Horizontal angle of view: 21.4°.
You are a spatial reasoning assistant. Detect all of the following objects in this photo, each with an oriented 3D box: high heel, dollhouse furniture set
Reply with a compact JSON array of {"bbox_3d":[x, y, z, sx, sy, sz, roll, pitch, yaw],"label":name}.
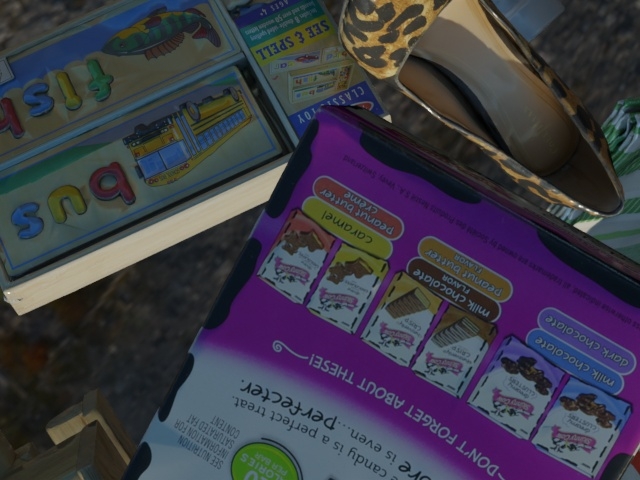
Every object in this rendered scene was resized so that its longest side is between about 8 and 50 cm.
[{"bbox_3d":[0.113,-0.096,1.074,0.186,0.261,0.093,44,98,18],"label":"high heel"},{"bbox_3d":[-0.135,0.165,0.785,0.151,0.144,0.123,-30,104,2],"label":"dollhouse furniture set"}]

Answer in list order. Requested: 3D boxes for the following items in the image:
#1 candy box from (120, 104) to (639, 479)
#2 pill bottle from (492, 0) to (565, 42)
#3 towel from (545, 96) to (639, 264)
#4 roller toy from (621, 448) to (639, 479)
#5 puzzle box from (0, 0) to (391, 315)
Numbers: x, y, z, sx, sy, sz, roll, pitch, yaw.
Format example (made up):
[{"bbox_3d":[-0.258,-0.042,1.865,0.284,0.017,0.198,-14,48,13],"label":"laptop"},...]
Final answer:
[{"bbox_3d":[0.020,0.088,0.633,0.159,0.071,0.233,31,100,12],"label":"candy box"},{"bbox_3d":[0.109,-0.285,1.682,0.264,0.153,0.153,47,120,0],"label":"pill bottle"},{"bbox_3d":[0.328,-0.047,1.603,0.325,0.248,0.038,116,139,-56],"label":"towel"},{"bbox_3d":[0.345,0.268,1.692,0.146,0.191,0.209,0,123,-26],"label":"roller toy"},{"bbox_3d":[-0.166,-0.124,1.675,0.409,0.052,0.272,-26,61,-6],"label":"puzzle box"}]
